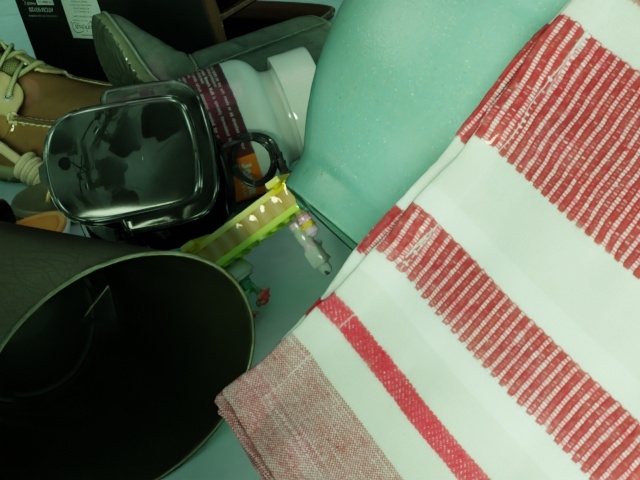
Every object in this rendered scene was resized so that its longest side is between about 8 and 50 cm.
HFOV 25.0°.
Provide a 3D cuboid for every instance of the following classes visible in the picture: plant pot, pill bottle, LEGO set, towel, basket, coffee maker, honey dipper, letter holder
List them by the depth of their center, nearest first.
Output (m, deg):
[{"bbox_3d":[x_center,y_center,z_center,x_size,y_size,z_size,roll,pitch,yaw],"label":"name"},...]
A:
[{"bbox_3d":[0.103,0.037,0.712,0.329,0.037,0.237,-49,44,7],"label":"towel"},{"bbox_3d":[0.102,-0.049,0.936,0.196,0.293,0.293,-49,32,0],"label":"plant pot"},{"bbox_3d":[-0.190,0.068,0.990,0.204,0.154,0.227,-31,27,-27],"label":"basket"},{"bbox_3d":[-0.115,-0.059,1.084,0.171,0.120,0.178,-34,-2,-6],"label":"coffee maker"},{"bbox_3d":[0.000,0.000,1.094,0.287,0.107,0.132,-34,-3,-21],"label":"LEGO set"},{"bbox_3d":[-0.101,-0.083,1.239,0.221,0.121,0.121,-20,28,-5],"label":"pill bottle"},{"bbox_3d":[-0.321,-0.097,1.399,0.160,0.030,0.030,34,48,15],"label":"honey dipper"},{"bbox_3d":[-0.162,-0.283,1.612,0.301,0.152,0.214,8,35,39],"label":"letter holder"}]

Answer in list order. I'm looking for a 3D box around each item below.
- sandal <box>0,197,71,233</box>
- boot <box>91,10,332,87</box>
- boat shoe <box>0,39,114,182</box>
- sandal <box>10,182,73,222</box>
[{"bbox_3d":[-0.349,0.014,1.250,0.265,0.076,0.102,-18,28,-2],"label":"sandal"},{"bbox_3d":[-0.091,-0.181,1.388,0.208,0.076,0.190,-30,68,-24],"label":"boot"},{"bbox_3d":[-0.326,-0.136,1.464,0.324,0.120,0.122,-1,32,29],"label":"boat shoe"},{"bbox_3d":[-0.200,-0.058,1.326,0.180,0.049,0.072,-11,29,11],"label":"sandal"}]
